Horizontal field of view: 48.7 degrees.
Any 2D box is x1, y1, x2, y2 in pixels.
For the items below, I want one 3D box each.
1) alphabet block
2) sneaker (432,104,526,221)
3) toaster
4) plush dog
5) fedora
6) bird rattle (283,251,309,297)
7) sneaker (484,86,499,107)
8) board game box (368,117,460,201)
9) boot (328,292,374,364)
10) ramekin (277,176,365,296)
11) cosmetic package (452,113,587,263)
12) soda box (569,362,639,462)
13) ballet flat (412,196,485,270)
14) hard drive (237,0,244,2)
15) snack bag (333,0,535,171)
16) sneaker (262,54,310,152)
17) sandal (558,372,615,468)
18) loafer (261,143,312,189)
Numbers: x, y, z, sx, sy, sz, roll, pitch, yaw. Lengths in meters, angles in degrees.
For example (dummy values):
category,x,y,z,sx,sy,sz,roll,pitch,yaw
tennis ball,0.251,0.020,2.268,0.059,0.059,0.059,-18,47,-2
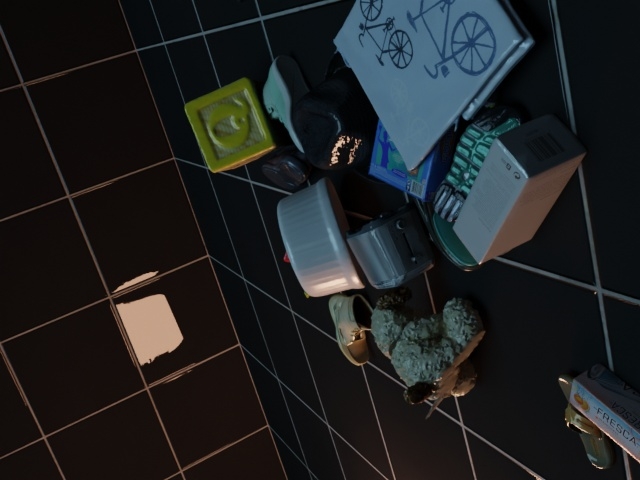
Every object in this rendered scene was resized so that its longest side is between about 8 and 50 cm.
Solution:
category,x,y,z,sx,sy,sz,roll,pitch,yaw
alphabet block,-0.216,-0.303,1.863,0.197,0.192,0.193,-45,-68,-77
sneaker,0.262,-0.133,1.146,0.083,0.098,0.224,42,128,14
toaster,0.145,0.017,1.509,0.146,0.129,0.227,65,160,-2
plush dog,0.192,0.217,1.472,0.225,0.210,0.262,41,149,38
fedora,0.044,-0.237,1.446,0.334,0.152,0.334,51,155,35
bird rattle,-0.004,0.028,1.963,0.207,0.143,0.253,105,151,-42
sneaker,0.253,-0.244,1.112,0.083,0.031,0.035,48,140,31
board game box,0.166,-0.193,1.233,0.160,0.047,0.210,35,122,48
boot,0.103,0.245,1.931,0.165,0.077,0.213,-13,97,67
ramekin,0.000,0.000,1.678,0.277,0.135,0.277,-18,-90,-83
cosmetic package,0.293,-0.072,1.069,0.085,0.117,0.231,57,156,24
soda box,0.470,0.272,1.075,0.183,0.063,0.058,44,150,44
ballet flat,0.226,-0.057,1.300,0.096,0.095,0.280,87,163,-65
hard drive,-0.225,-0.691,1.802,0.094,0.022,0.135,52,155,34
snack bag,0.158,-0.317,1.128,0.323,0.037,0.342,63,147,20
sneaker,-0.069,-0.305,1.729,0.151,0.094,0.256,-48,58,61
sandal,0.445,0.312,1.199,0.072,0.049,0.180,-1,111,68
loafer,-0.074,-0.205,1.896,0.109,0.095,0.302,39,169,-14
